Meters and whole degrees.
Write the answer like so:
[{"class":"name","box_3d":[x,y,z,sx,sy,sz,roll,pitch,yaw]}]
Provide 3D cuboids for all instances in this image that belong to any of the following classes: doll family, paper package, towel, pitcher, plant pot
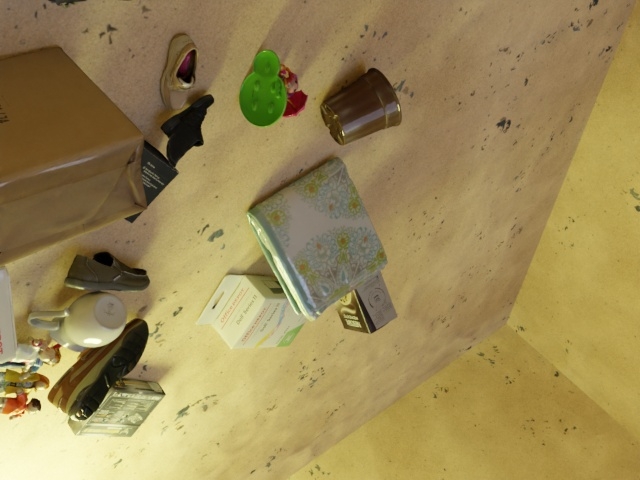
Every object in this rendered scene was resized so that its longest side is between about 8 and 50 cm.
[{"class":"doll family","box_3d":[-0.706,0.303,1.691,0.163,0.118,0.263,6,122,-32]},{"class":"paper package","box_3d":[-0.497,-0.154,1.195,0.309,0.325,0.168,-26,144,-31]},{"class":"towel","box_3d":[0.000,0.000,2.034,0.320,0.090,0.375,-34,110,-23]},{"class":"pitcher","box_3d":[-0.562,0.185,1.654,0.177,0.126,0.207,24,145,-39]},{"class":"plant pot","box_3d":[0.098,-0.339,1.859,0.165,0.167,0.167,-28,146,-11]}]

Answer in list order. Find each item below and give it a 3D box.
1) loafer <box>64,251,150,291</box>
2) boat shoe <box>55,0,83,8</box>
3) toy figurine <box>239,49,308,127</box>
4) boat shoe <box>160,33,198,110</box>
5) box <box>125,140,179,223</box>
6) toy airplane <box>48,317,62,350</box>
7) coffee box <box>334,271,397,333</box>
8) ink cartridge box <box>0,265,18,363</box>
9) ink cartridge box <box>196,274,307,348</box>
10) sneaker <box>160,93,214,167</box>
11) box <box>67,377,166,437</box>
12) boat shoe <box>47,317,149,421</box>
[{"class":"loafer","box_3d":[-0.489,0.073,1.681,0.251,0.094,0.088,8,90,-67]},{"class":"boat shoe","box_3d":[-0.436,-0.434,1.155,0.305,0.109,0.091,0,128,-42]},{"class":"toy figurine","box_3d":[-0.093,-0.353,1.681,0.159,0.130,0.173,-15,114,-60]},{"class":"boat shoe","box_3d":[-0.288,-0.338,1.481,0.063,0.059,0.170,-19,140,-37]},{"class":"box","box_3d":[-0.417,-0.143,1.521,0.158,0.093,0.156,-46,150,2]},{"class":"toy airplane","box_3d":[-0.634,0.243,1.773,0.151,0.028,0.151,-29,143,-24]},{"class":"coffee box","box_3d":[0.106,0.130,2.241,0.118,0.168,0.297,-28,102,-27]},{"class":"ink cartridge box","box_3d":[-0.771,0.160,1.383,0.306,0.131,0.226,-17,126,-40]},{"class":"ink cartridge box","box_3d":[-0.187,0.221,2.192,0.353,0.119,0.207,9,120,-53]},{"class":"sneaker","box_3d":[-0.279,-0.241,1.553,0.170,0.089,0.051,-40,-175,-26]},{"class":"box","box_3d":[-0.590,0.489,2.085,0.183,0.056,0.231,-50,148,8]},{"class":"boat shoe","box_3d":[-0.563,0.308,1.816,0.324,0.119,0.123,-53,155,-48]}]
